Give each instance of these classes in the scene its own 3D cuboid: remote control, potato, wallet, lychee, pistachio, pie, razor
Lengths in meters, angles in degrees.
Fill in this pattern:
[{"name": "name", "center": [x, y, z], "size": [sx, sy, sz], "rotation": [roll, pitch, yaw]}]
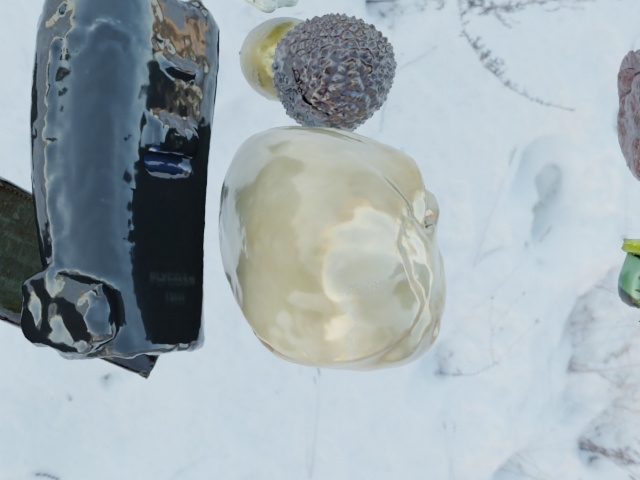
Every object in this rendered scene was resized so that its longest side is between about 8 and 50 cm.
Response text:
[{"name": "remote control", "center": [-0.096, -0.480, 1.495], "size": [0.122, 0.074, 0.032], "rotation": [-39, 158, -50]}, {"name": "potato", "center": [-0.074, -0.346, 1.506], "size": [0.203, 0.158, 0.178], "rotation": [35, 112, -4]}, {"name": "wallet", "center": [-0.244, 0.036, 0.725], "size": [0.232, 0.031, 0.122], "rotation": [30, 66, -24]}, {"name": "lychee", "center": [0.022, -0.244, 1.111], "size": [0.188, 0.188, 0.188], "rotation": [-10, 113, -25]}, {"name": "pistachio", "center": [0.000, 0.000, 0.730], "size": [0.214, 0.318, 0.193], "rotation": [-43, 127, -7]}, {"name": "pie", "center": [0.357, -0.134, 0.822], "size": [0.038, 0.154, 0.154], "rotation": [-6, 114, 3]}, {"name": "razor", "center": [-0.166, -0.059, 0.663], "size": [0.189, 0.107, 0.327], "rotation": [7, 84, -62]}]

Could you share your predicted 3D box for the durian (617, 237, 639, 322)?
[{"name": "durian", "center": [0.322, 0.017, 0.567], "size": [0.159, 0.198, 0.146], "rotation": [11, 108, 8]}]
